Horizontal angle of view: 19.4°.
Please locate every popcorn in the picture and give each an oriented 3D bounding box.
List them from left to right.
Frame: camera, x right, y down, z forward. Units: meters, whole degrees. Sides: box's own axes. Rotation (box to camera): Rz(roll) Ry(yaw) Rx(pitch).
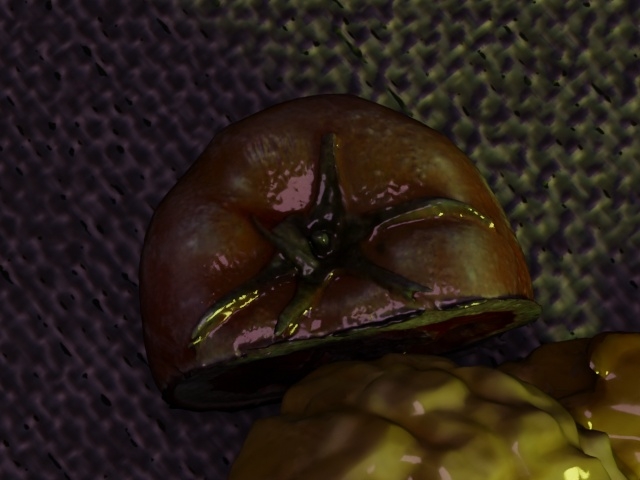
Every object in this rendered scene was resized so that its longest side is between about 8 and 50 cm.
[{"bbox_3d":[0.071,0.173,0.984,0.265,0.225,0.332,34,62,-2],"label":"popcorn"}]

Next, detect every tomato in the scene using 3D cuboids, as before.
[{"bbox_3d":[0.000,0.000,1.035,0.214,0.181,0.155,-14,72,-2],"label":"tomato"}]
